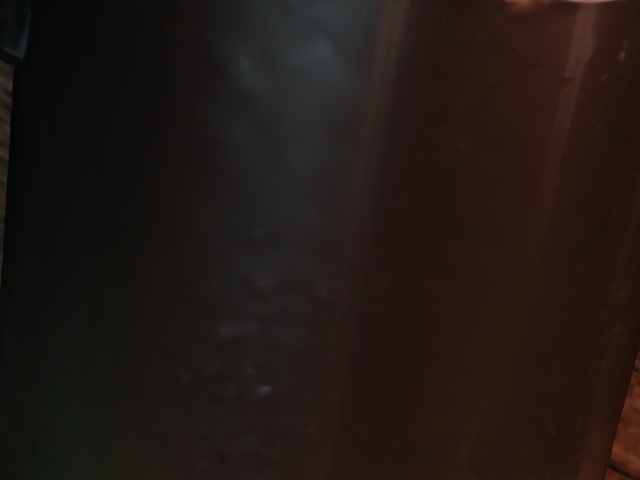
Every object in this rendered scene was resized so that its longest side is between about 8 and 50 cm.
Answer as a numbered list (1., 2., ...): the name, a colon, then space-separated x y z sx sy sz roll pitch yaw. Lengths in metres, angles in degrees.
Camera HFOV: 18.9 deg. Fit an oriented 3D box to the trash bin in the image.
1. trash bin: 0.000 0.000 0.582 0.252 0.203 0.301 3 117 -13
